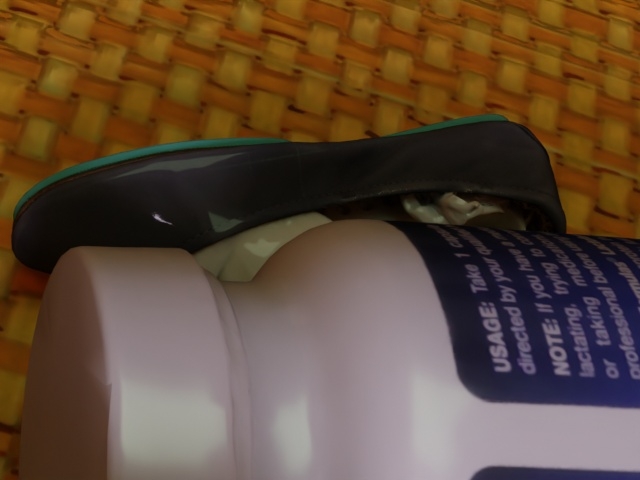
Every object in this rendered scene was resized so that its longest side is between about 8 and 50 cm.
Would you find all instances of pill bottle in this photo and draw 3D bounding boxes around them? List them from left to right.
[{"bbox_3d":[0.055,0.072,0.534,0.264,0.153,0.153,5,51,-19],"label":"pill bottle"}]

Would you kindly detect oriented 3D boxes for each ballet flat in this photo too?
[{"bbox_3d":[0.000,0.000,0.628,0.203,0.074,0.074,-9,57,-30],"label":"ballet flat"}]
